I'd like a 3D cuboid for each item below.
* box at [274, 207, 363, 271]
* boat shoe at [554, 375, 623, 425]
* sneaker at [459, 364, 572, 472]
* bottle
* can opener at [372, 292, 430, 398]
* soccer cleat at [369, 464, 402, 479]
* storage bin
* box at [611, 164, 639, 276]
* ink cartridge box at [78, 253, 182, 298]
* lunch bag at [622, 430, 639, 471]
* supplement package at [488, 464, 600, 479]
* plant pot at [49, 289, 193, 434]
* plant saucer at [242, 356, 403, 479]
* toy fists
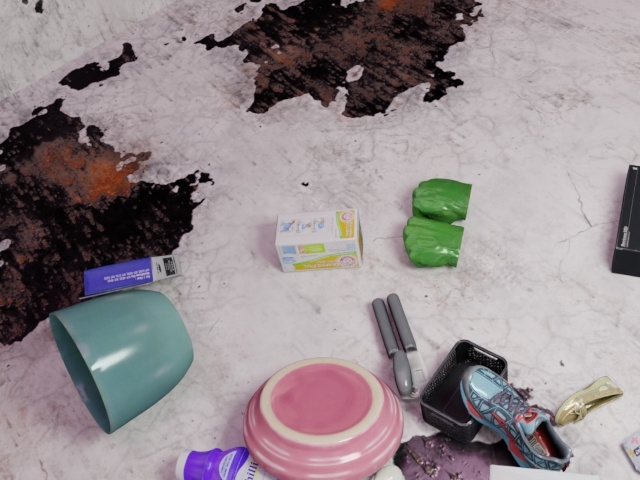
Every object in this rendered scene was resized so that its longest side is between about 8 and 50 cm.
[{"bbox_3d":[0.000,0.000,1.959,0.203,0.114,0.103,-4,49,9],"label":"box"},{"bbox_3d":[0.540,0.331,1.602,0.153,0.056,0.048,-26,45,-18],"label":"boat shoe"},{"bbox_3d":[0.383,0.334,1.526,0.262,0.125,0.104,46,64,5],"label":"sneaker"},{"bbox_3d":[-0.154,0.480,1.614,0.283,0.092,0.118,6,48,18],"label":"bottle"},{"bbox_3d":[0.177,0.227,1.754,0.074,0.093,0.280,-16,45,1],"label":"can opener"},{"bbox_3d":[0.095,0.513,1.540,0.068,0.076,0.196,28,61,30],"label":"soccer cleat"},{"bbox_3d":[0.300,0.312,1.654,0.122,0.084,0.180,26,62,29],"label":"storage bin"},{"bbox_3d":[0.781,-0.040,1.819,0.185,0.103,0.261,12,55,18],"label":"box"},{"bbox_3d":[-0.446,0.080,1.886,0.166,0.333,0.065,-12,91,2],"label":"ink cartridge box"},{"bbox_3d":[0.633,0.401,1.524,0.083,0.053,0.071,-23,48,6],"label":"lunch bag"},{"bbox_3d":[0.392,0.531,1.408,0.194,0.149,0.203,2,52,15],"label":"supplement package"},{"bbox_3d":[-0.425,0.243,1.760,0.235,0.292,0.293,-25,49,-27],"label":"plant pot"},{"bbox_3d":[0.004,0.350,1.626,0.333,0.084,0.332,-2,33,1],"label":"plant saucer"},{"bbox_3d":[0.282,-0.045,1.948,0.142,0.096,0.279,12,53,9],"label":"toy fists"}]
